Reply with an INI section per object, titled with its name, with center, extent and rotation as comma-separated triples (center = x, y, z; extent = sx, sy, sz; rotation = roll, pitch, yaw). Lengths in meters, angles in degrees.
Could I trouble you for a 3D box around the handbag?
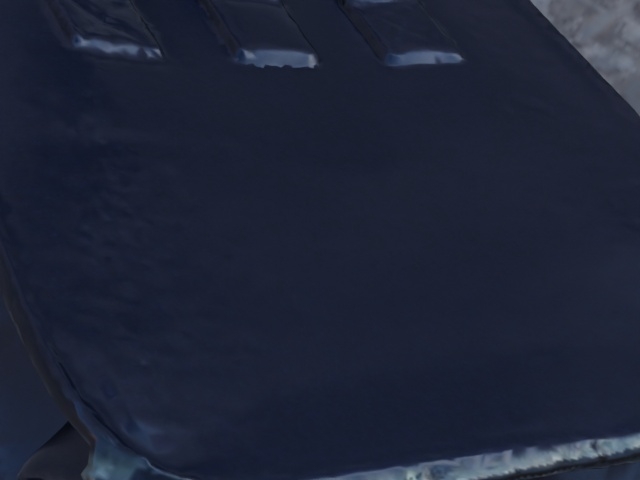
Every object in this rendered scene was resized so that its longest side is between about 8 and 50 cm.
[handbag]
center = 0.000, 0.000, 0.583
extent = 0.303, 0.122, 0.329
rotation = -5, 43, -28
